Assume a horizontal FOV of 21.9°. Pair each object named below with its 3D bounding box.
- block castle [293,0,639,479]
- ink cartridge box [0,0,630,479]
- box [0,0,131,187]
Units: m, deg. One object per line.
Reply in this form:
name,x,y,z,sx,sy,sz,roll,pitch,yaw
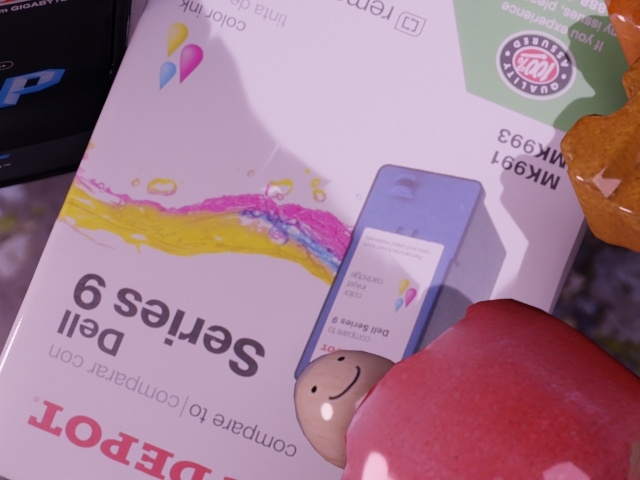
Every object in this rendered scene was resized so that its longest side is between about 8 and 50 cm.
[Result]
block castle,0.215,0.016,0.486,0.453,0.303,0.213,-44,47,-19
ink cartridge box,0.000,0.000,0.538,0.154,0.093,0.212,23,91,3
box,-0.172,-0.053,0.519,0.220,0.175,0.051,-13,74,-13
